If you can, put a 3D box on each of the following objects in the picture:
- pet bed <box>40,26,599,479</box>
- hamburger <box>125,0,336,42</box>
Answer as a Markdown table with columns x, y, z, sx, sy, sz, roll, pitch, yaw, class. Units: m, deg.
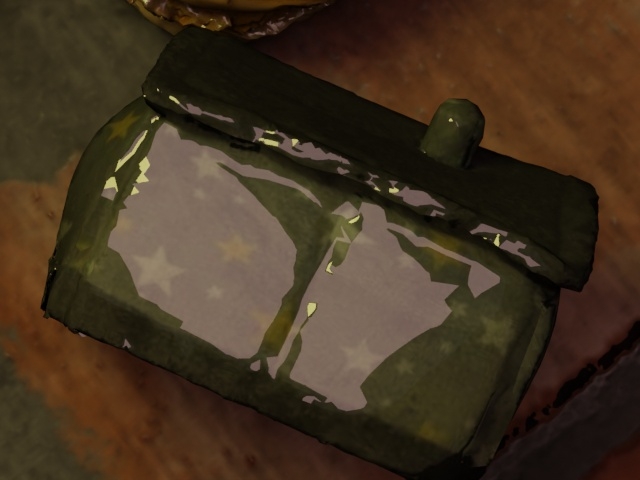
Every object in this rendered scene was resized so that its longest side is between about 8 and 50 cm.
| x | y | z | sx | sy | sz | roll | pitch | yaw | class |
| --- | --- | --- | --- | --- | --- | --- | --- | --- | --- |
| 0.000 | 0.000 | 0.837 | 0.210 | 0.183 | 0.159 | 25 | 87 | 0 | pet bed |
| -0.034 | -0.196 | 0.895 | 0.213 | 0.108 | 0.214 | 1 | 82 | -5 | hamburger |
